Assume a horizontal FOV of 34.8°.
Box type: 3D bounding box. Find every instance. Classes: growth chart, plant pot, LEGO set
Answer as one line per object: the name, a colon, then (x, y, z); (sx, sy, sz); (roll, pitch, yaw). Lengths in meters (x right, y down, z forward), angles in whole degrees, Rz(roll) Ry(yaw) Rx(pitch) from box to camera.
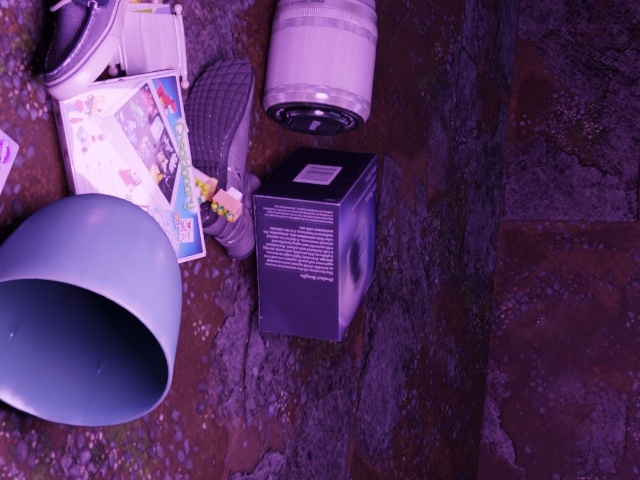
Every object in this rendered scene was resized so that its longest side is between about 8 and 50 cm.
growth chart: (-0.294, -0.350, 1.728); (0.237, 0.021, 0.172); (-9, 98, -62)
plant pot: (-0.324, 0.074, 1.417); (0.235, 0.293, 0.293); (-80, 154, -47)
LEGO set: (-0.255, -0.129, 1.689); (0.287, 0.132, 0.107); (59, 40, -9)

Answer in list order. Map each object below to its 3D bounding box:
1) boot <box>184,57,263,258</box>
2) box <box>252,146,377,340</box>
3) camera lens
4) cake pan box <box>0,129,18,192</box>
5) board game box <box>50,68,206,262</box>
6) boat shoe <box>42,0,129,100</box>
boot: (-0.169, -0.151, 1.908); (0.223, 0.118, 0.338); (39, 64, -64)
box: (0.000, 0.000, 2.048); (0.296, 0.183, 0.294); (-54, 148, -60)
camera lens: (0.002, -0.364, 2.082); (0.219, 0.219, 0.274); (24, 69, -60)
cake pan box: (-0.511, -0.081, 1.270); (0.246, 0.070, 0.266); (54, 45, -52)
board game box: (-0.296, -0.102, 1.595); (0.193, 0.053, 0.305); (-14, 106, -27)
boat shoe: (-0.365, -0.371, 1.493); (0.158, 0.127, 0.340); (46, 41, -39)
